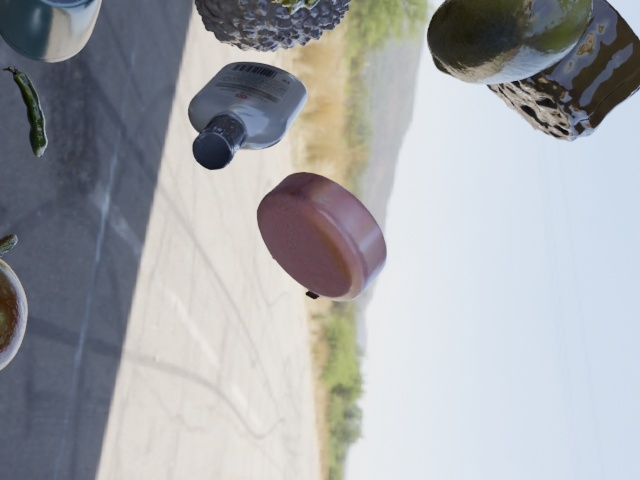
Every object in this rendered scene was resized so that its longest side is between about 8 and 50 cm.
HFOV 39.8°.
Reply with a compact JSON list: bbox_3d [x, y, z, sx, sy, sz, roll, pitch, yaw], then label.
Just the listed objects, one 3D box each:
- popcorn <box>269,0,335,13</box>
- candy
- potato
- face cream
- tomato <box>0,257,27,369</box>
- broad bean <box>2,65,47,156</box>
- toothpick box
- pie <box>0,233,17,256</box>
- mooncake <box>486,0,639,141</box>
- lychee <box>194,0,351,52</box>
[{"bbox_3d":[-0.053,-0.551,1.677,0.225,0.249,0.249,50,-10,12],"label":"popcorn"},{"bbox_3d":[0.000,0.000,1.555,0.094,0.255,0.255,-46,156,-30],"label":"candy"},{"bbox_3d":[0.239,-0.288,1.185,0.251,0.174,0.159,-13,-100,57],"label":"potato"},{"bbox_3d":[-0.108,-0.176,1.229,0.291,0.144,0.071,-71,175,-61],"label":"face cream"},{"bbox_3d":[-0.630,0.109,1.490,0.270,0.270,0.223,83,24,-84],"label":"tomato"},{"bbox_3d":[-0.671,-0.296,2.048,0.039,0.069,0.227,-47,134,-50],"label":"broad bean"},{"bbox_3d":[-0.319,-0.292,1.050,0.184,0.120,0.120,167,-71,-66],"label":"toothpick box"},{"bbox_3d":[-0.631,0.016,1.730,0.020,0.084,0.084,59,16,-22],"label":"pie"},{"bbox_3d":[0.374,-0.314,1.480,0.187,0.324,0.324,-50,-178,5],"label":"mooncake"},{"bbox_3d":[-0.133,-0.626,2.093,0.380,0.432,0.380,-173,-90,-73],"label":"lychee"}]
